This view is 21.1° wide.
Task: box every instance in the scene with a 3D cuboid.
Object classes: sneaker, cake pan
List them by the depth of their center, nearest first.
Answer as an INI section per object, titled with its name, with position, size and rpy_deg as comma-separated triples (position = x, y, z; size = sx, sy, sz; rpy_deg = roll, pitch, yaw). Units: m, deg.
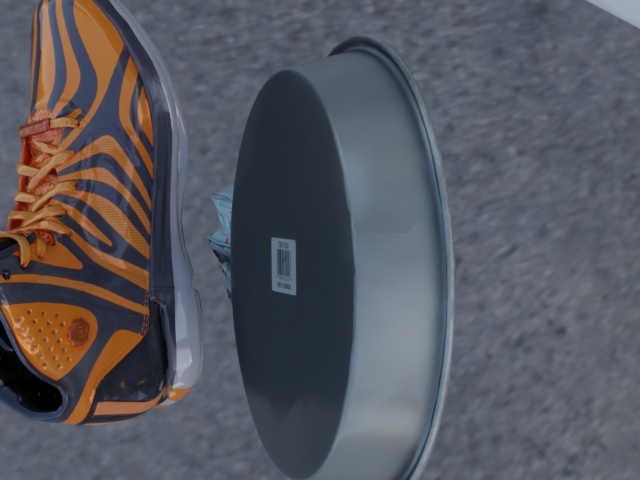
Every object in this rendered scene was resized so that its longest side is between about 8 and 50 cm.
[cake pan]
position = 0.003, 0.020, 1.056
size = 0.054, 0.293, 0.293
rpy_deg = -1, 105, -19
[sneaker]
position = -0.190, -0.026, 1.209
size = 0.125, 0.180, 0.321
rpy_deg = -17, 84, 46

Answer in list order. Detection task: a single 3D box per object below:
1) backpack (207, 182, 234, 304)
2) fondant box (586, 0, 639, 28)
[backpack]
position = 0.000, 0.000, 1.478
size = 0.188, 0.166, 0.144
rpy_deg = 38, 147, 61
[fondant box]
position = 0.295, -0.273, 1.084
size = 0.238, 0.096, 0.330
rpy_deg = 29, 104, 1
